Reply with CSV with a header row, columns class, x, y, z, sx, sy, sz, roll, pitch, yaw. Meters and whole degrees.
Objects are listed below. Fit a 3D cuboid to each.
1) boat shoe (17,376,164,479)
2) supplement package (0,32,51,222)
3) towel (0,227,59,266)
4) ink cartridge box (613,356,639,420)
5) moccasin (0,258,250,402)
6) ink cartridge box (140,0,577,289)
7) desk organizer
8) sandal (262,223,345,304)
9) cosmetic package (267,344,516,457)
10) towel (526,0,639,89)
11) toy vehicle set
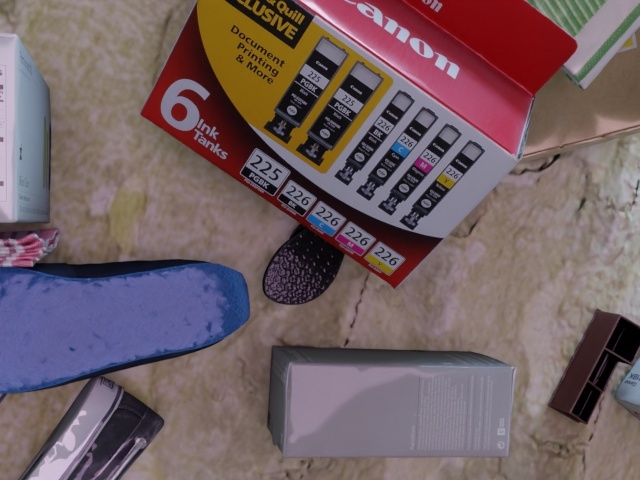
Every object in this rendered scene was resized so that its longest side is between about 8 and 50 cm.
class,x,y,z,sx,sy,sz,roll,pitch,yaw
boat shoe,-0.267,0.283,0.857,0.102,0.108,0.301,36,80,-13
supplement package,-0.349,-0.086,0.750,0.204,0.262,0.145,0,92,-12
towel,-0.351,0.001,0.811,0.197,0.144,0.029,1,95,-11
ink cartridge box,0.497,0.223,0.961,0.273,0.197,0.114,38,82,-10
moccasin,-0.243,0.088,0.848,0.342,0.117,0.137,1,86,-15
ink cartridge box,0.032,-0.150,0.808,0.309,0.272,0.130,34,41,-5
desk organizer,0.320,0.148,0.998,0.047,0.050,0.130,30,85,-10
sandal,0.000,0.000,0.942,0.067,0.040,0.179,42,68,-13
cosmetic package,0.068,0.167,0.910,0.238,0.127,0.107,6,90,-13
towel,0.211,-0.333,0.794,0.325,0.038,0.248,41,94,-15
toy vehicle set,0.262,-0.225,0.915,0.166,0.035,0.266,-13,117,8
